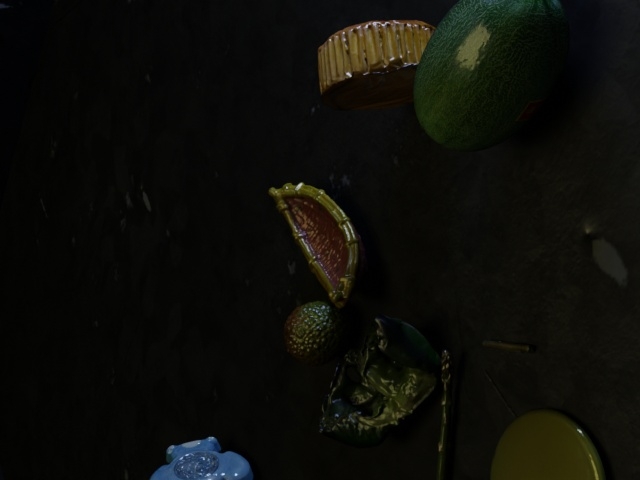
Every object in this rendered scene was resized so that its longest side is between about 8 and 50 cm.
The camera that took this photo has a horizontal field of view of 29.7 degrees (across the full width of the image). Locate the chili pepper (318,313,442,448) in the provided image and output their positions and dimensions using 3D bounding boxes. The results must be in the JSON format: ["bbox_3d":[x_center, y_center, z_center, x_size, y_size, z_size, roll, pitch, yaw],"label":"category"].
[{"bbox_3d":[0.097,0.228,1.938,0.148,0.116,0.264,38,124,6],"label":"chili pepper"}]

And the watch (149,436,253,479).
[{"bbox_3d":[-0.236,0.527,2.448,0.211,0.211,0.193,34,137,54],"label":"watch"}]

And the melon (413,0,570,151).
[{"bbox_3d":[0.233,-0.242,1.628,0.287,0.182,0.182,-57,44,46],"label":"melon"}]

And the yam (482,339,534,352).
[{"bbox_3d":[0.269,0.152,1.734,0.107,0.014,0.014,1,91,59],"label":"yam"}]

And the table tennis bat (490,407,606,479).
[{"bbox_3d":[0.310,0.414,1.641,0.224,0.054,0.368,-9,78,58],"label":"table tennis bat"}]

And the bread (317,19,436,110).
[{"bbox_3d":[0.091,-0.271,1.848,0.199,0.199,0.104,-26,68,56],"label":"bread"}]

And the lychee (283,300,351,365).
[{"bbox_3d":[-0.008,0.160,2.103,0.146,0.114,0.114,-30,63,33],"label":"lychee"}]

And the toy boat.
[{"bbox_3d":[0.006,0.002,2.091,0.318,0.099,0.141,59,134,44],"label":"toy boat"}]

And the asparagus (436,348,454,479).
[{"bbox_3d":[0.190,0.286,1.847,0.025,0.024,0.248,-124,35,-77],"label":"asparagus"}]
